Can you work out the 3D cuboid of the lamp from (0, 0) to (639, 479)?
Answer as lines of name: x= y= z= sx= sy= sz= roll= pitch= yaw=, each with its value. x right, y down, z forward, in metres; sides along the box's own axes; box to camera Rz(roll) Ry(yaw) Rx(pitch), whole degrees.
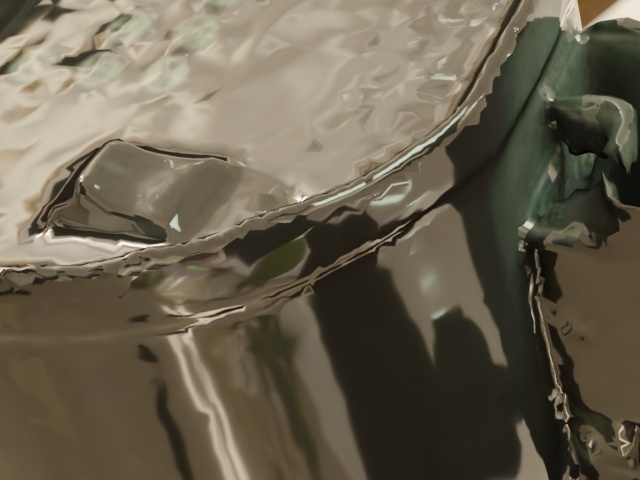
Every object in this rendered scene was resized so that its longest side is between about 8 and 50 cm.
lamp: x=-0.026 y=0.017 z=0.514 sx=0.374 sy=0.272 sz=0.205 roll=20 pitch=48 yaw=11
